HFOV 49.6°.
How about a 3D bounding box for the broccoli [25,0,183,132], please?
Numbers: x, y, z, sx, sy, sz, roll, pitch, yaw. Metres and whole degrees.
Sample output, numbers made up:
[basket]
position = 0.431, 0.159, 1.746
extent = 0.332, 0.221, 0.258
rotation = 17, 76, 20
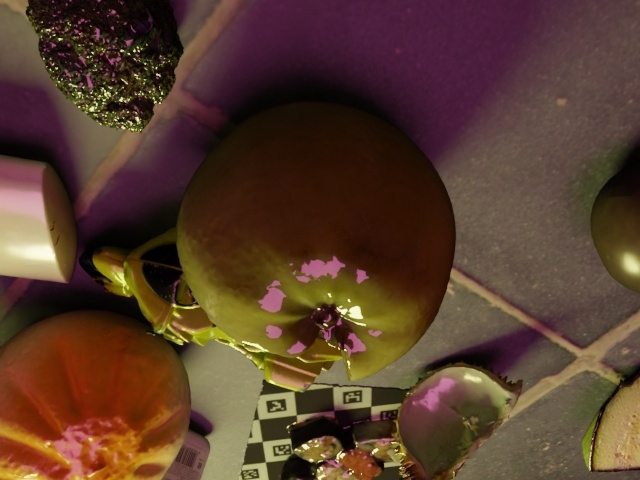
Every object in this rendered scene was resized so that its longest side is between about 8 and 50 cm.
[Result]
[broccoli]
position = -0.195, -0.179, 0.642
extent = 0.138, 0.146, 0.162
rotation = -1, 129, 46

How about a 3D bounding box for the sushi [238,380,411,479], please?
[sushi]
position = 0.040, 0.377, 1.180
extent = 0.339, 0.069, 0.320
rotation = 7, 129, -14

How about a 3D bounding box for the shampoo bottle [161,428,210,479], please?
[shampoo bottle]
position = -0.244, 0.400, 1.065
extent = 0.051, 0.221, 0.108
rotation = -7, 145, 40

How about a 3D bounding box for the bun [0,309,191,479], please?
[bun]
position = -0.303, 0.246, 0.891
extent = 0.298, 0.165, 0.299
rotation = -10, 112, -25

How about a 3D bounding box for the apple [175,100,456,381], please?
[apple]
position = 0.018, -0.009, 0.729
extent = 0.295, 0.258, 0.233
rotation = 35, 115, -30

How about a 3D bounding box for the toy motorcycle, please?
[toy motorcycle]
position = -0.118, 0.077, 0.855
extent = 0.342, 0.206, 0.142
rotation = 26, 80, -26

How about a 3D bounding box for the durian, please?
[durian]
position = 0.196, 0.286, 1.070
extent = 0.252, 0.139, 0.144
rotation = -42, 109, -7

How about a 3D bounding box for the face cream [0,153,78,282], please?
[face cream]
position = -0.443, -0.039, 0.750
extent = 0.348, 0.081, 0.173
rotation = 8, 132, -15

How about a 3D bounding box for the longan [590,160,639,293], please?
[longan]
position = 0.428, -0.016, 0.849
extent = 0.189, 0.189, 0.189
rotation = -4, 130, -5

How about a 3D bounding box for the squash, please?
[squash]
position = 0.538, 0.299, 1.200
extent = 0.191, 0.085, 0.184
rotation = 2, 101, -13
